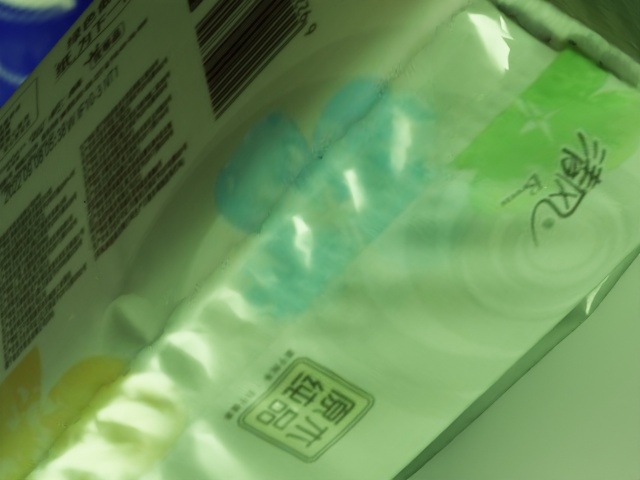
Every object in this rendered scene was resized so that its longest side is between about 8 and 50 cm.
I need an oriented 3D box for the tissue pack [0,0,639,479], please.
[{"bbox_3d":[0.000,0.000,0.549,0.229,0.145,0.159,-46,33,21],"label":"tissue pack"}]
